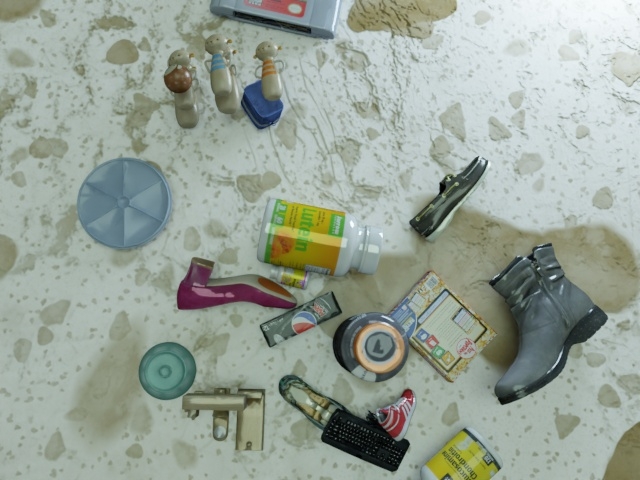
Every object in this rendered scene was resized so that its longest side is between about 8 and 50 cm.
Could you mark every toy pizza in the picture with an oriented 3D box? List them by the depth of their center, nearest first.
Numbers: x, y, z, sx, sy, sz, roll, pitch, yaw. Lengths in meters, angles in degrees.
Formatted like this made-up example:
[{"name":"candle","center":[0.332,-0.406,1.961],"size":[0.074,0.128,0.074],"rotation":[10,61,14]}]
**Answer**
[{"name":"toy pizza","center":[-0.419,-0.079,1.229],"size":[0.201,0.032,0.201],"rotation":[0,82,-3]}]

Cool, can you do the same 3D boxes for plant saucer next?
[{"name":"plant saucer","center":[-0.320,0.272,1.186],"size":[0.119,0.021,0.119],"rotation":[1,81,-4]}]

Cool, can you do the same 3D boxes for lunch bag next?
[{"name":"lunch bag","center":[-0.128,-0.296,1.266],"size":[0.067,0.065,0.098],"rotation":[-29,82,-22]}]

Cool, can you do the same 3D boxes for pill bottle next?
[{"name":"pill bottle","center":[0.096,0.205,1.109],"size":[0.130,0.246,0.130],"rotation":[0,81,-3]},{"name":"pill bottle","center":[0.268,0.473,1.151],"size":[0.184,0.103,0.103],"rotation":[-39,85,-9]},{"name":"pill bottle","center":[0.000,0.000,1.191],"size":[0.245,0.136,0.136],"rotation":[11,81,-2]},{"name":"pill bottle","center":[-0.066,0.075,1.222],"size":[0.083,0.043,0.043],"rotation":[14,80,-1]}]

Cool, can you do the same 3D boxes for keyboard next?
[{"name":"keyboard","center":[0.102,0.399,1.157],"size":[0.192,0.038,0.100],"rotation":[29,81,-19]}]

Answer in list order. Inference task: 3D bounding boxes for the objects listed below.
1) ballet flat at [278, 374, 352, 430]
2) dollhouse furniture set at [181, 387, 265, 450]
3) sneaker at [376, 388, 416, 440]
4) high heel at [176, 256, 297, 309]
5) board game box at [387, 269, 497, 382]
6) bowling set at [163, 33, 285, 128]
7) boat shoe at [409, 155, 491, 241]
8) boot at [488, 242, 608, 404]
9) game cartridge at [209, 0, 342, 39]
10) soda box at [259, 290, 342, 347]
[{"name":"ballet flat","center":[-0.007,0.345,1.173],"size":[0.188,0.070,0.070],"rotation":[31,80,1]},{"name":"dollhouse furniture set","center":[-0.187,0.360,1.116],"size":[0.144,0.151,0.123],"rotation":[1,81,-1]},{"name":"sneaker","center":[0.155,0.341,1.167],"size":[0.067,0.042,0.118],"rotation":[42,44,-15]},{"name":"high heel","center":[-0.177,0.127,1.201],"size":[0.244,0.082,0.117],"rotation":[18,104,-12]},{"name":"board game box","center":[0.256,0.183,1.225],"size":[0.147,0.045,0.193],"rotation":[-44,86,-9]},{"name":"bowling set","center":[-0.231,-0.354,1.161],"size":[0.287,0.200,0.154],"rotation":[-12,79,20]},{"name":"boat shoe","center":[0.286,-0.104,1.253],"size":[0.068,0.081,0.228],"rotation":[39,83,-1]},{"name":"boot","center":[0.424,0.167,1.198],"size":[0.338,0.118,0.223],"rotation":[-34,82,-29]},{"name":"game cartridge","center":[-0.092,-0.588,1.322],"size":[0.294,0.060,0.196],"rotation":[11,77,-2]},{"name":"soda box","center":[-0.042,0.166,1.201],"size":[0.169,0.060,0.053],"rotation":[-25,84,-7]}]
